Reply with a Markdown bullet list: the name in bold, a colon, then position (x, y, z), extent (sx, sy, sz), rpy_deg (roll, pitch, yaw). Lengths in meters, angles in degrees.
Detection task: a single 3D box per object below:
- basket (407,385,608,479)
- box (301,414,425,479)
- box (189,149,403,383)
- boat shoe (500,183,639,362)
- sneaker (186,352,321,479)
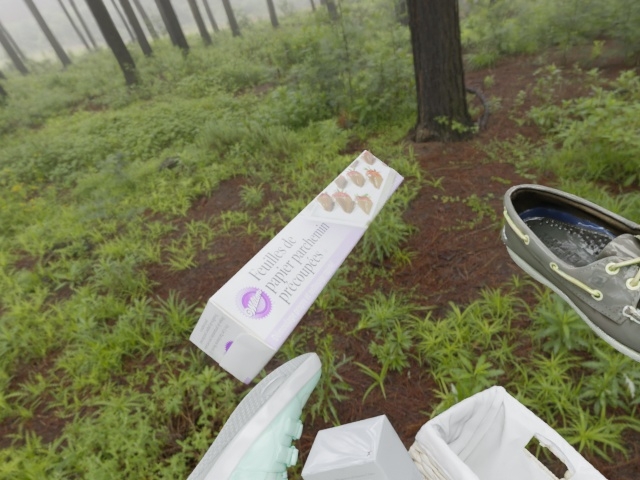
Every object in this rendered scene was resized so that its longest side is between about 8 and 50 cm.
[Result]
- **basket**: position (0.336, 0.511, 0.827), extent (0.331, 0.266, 0.328), rpy_deg (3, 30, -46)
- **box**: position (0.077, 0.377, 0.671), extent (0.130, 0.170, 0.091), rpy_deg (-25, 12, 25)
- **box**: position (0.000, 0.000, 0.448), extent (0.063, 0.067, 0.324), rpy_deg (37, 40, 3)
- **boat shoe**: position (0.307, 0.029, 0.459), extent (0.109, 0.091, 0.305), rpy_deg (-35, 35, -2)
- **sneaker**: position (-0.047, 0.267, 0.514), extent (0.256, 0.151, 0.094), rpy_deg (-50, 10, -33)
